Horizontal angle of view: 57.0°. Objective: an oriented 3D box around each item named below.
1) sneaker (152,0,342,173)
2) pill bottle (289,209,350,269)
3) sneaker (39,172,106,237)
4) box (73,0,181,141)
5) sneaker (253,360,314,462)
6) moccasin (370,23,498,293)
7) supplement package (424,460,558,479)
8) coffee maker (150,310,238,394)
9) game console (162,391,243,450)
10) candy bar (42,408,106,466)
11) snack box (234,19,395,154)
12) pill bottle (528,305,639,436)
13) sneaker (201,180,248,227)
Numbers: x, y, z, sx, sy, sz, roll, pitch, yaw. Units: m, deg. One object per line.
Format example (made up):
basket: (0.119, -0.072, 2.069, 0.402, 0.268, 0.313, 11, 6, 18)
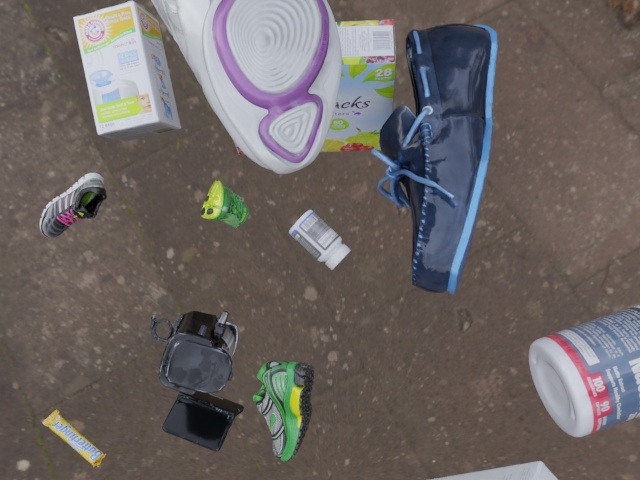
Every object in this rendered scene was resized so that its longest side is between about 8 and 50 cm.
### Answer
sneaker: (-0.075, -0.195, 0.508, 0.114, 0.152, 0.305, -19, 84, -21)
pill bottle: (0.000, 0.000, 1.384, 0.137, 0.078, 0.078, 44, 74, 3)
sneaker: (-0.511, -0.064, 1.226, 0.170, 0.063, 0.075, -44, 51, -5)
box: (-0.330, -0.285, 1.015, 0.114, 0.103, 0.203, -11, 92, 8)
sneaker: (-0.102, 0.450, 1.583, 0.146, 0.343, 0.134, 11, 30, 13)
moccasin: (0.118, -0.097, 0.642, 0.117, 0.138, 0.342, 9, 55, 7)
supplement package: (0.177, 0.312, 0.606, 0.105, 0.179, 0.105, 46, 49, -6)
coffee maker: (-0.242, 0.205, 1.086, 0.171, 0.178, 0.120, -4, 96, -4)
game console: (-0.228, 0.347, 1.158, 0.122, 0.107, 0.071, 18, 89, 9)
candy bar: (-0.554, 0.449, 1.333, 0.161, 0.018, 0.040, 41, 51, 1)
snack box: (-0.015, -0.180, 0.721, 0.207, 0.174, 0.070, -2, 65, 3)
pill bottle: (0.330, 0.130, 0.631, 0.180, 0.108, 0.108, -18, 69, -4)
sneaker: (-0.258, -0.099, 1.643, 0.123, 0.295, 0.109, 23, 93, -7)
